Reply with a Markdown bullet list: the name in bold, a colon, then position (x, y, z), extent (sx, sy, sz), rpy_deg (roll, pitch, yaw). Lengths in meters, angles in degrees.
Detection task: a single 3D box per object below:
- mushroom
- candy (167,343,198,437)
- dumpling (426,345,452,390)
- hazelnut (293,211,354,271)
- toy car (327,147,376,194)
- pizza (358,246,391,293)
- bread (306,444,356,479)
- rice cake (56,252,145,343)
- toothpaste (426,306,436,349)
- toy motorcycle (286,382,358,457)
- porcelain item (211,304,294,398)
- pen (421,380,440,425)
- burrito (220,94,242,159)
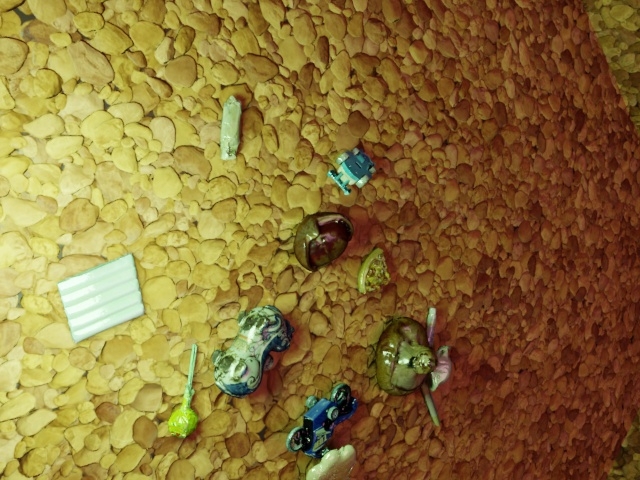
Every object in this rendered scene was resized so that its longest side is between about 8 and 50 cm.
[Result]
- **mushroom**: position (0.315, 0.430, 1.998), extent (0.267, 0.254, 0.267), rpy_deg (-22, 133, -26)
- **candy**: position (-0.375, 0.427, 1.605), extent (0.077, 0.073, 0.261), rpy_deg (17, 76, -53)
- **dumpling**: position (0.438, 0.483, 2.128), extent (0.100, 0.134, 0.169), rpy_deg (2, 72, -7)
- **hazelnut**: position (0.004, 0.004, 1.764), extent (0.170, 0.161, 0.201), rpy_deg (36, 68, -33)
- **toy car**: position (0.106, -0.235, 1.873), extent (0.126, 0.098, 0.161), rpy_deg (48, 35, -4)
- **pizza**: position (0.199, 0.112, 1.974), extent (0.134, 0.046, 0.174), rpy_deg (21, 81, -34)
- **bread**: position (0.025, 0.786, 1.858), extent (0.182, 0.039, 0.250), rpy_deg (-3, 120, -38)
- **rice cake**: position (-0.562, 0.148, 1.460), extent (0.198, 0.037, 0.189), rpy_deg (-16, 102, -33)
- **toothpaste**: position (0.420, 0.351, 2.156), extent (0.048, 0.031, 0.190), rpy_deg (3, 95, -38)
- **toy motorcycle**: position (0.010, 0.603, 1.850), extent (0.315, 0.113, 0.168), rpy_deg (-35, 123, -36)
- **porcelain item**: position (-0.195, 0.334, 1.683), extent (0.186, 0.138, 0.288), rpy_deg (49, 62, -46)
- **pen**: position (0.425, 0.620, 2.180), extent (0.040, 0.032, 0.233), rpy_deg (-45, 121, -50)
- **burrito**: position (-0.257, -0.323, 1.627), extent (0.058, 0.045, 0.188), rpy_deg (4, 90, -42)
